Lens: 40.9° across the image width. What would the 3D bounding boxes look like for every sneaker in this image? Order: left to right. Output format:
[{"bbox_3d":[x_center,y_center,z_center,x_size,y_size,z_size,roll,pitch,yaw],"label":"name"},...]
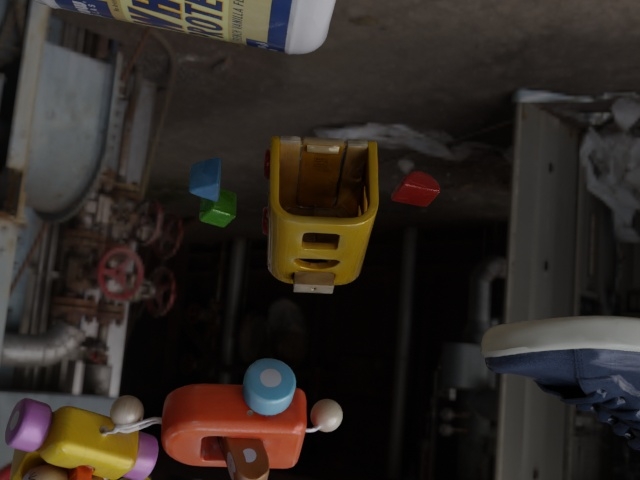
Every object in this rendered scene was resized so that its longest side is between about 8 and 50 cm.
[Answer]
[{"bbox_3d":[0.294,0.153,0.691,0.350,0.148,0.131,11,170,-6],"label":"sneaker"}]

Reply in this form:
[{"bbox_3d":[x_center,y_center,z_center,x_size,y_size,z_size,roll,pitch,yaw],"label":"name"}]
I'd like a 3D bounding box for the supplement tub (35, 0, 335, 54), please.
[{"bbox_3d":[-0.132,-0.291,0.705,0.316,0.228,0.228,10,171,-4],"label":"supplement tub"}]

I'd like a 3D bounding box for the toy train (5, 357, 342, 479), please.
[{"bbox_3d":[-0.064,0.108,0.350,0.125,0.046,0.166,6,139,-12],"label":"toy train"}]

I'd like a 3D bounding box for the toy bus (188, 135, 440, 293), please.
[{"bbox_3d":[-0.005,-0.006,0.768,0.191,0.104,0.202,-23,144,36],"label":"toy bus"}]
